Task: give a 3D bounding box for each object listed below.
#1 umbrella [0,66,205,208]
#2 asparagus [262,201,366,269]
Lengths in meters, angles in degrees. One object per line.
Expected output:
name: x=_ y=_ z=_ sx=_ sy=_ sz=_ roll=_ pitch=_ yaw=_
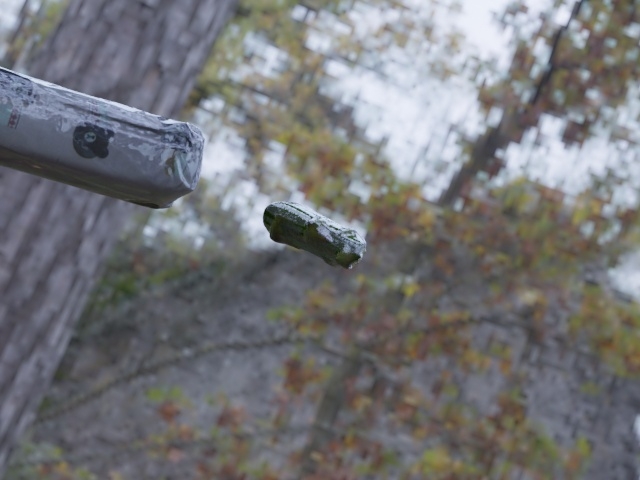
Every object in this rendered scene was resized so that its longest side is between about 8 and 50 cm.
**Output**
umbrella: x=-0.243 y=-0.094 z=1.247 sx=0.337 sy=0.067 sz=0.073 roll=16 pitch=-35 yaw=-25
asparagus: x=0.000 y=-0.001 z=0.954 sx=0.021 sy=0.025 sz=0.108 roll=8 pitch=9 yaw=-31
